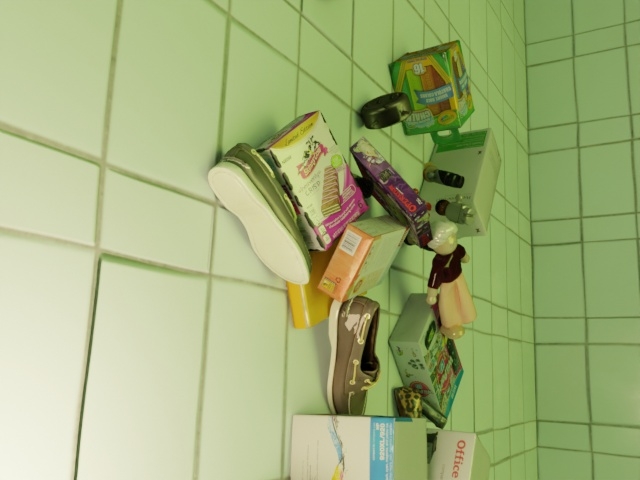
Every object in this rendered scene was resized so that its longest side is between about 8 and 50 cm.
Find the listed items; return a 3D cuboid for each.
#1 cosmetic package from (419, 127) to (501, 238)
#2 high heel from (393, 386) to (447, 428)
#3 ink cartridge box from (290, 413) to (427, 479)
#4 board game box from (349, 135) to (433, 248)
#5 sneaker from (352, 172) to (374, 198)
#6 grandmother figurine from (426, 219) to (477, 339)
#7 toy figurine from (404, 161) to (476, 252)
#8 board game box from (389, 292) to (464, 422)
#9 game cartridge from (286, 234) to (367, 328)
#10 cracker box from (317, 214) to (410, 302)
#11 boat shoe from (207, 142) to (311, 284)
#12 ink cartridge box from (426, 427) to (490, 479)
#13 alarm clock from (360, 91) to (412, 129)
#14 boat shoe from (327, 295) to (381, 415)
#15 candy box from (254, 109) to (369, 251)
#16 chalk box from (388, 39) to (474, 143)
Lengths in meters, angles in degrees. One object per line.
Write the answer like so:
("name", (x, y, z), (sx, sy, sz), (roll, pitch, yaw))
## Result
("cosmetic package", (0.452, -0.183, 2.068), (0.155, 0.197, 0.365), (61, 37, -35))
("high heel", (0.218, 0.531, 1.719), (0.186, 0.093, 0.261), (41, 64, -16))
("ink cartridge box", (0.078, 0.440, 1.301), (0.171, 0.233, 0.168), (25, 63, -56))
("board game box", (0.174, -0.100, 1.505), (0.208, 0.056, 0.347), (54, 3, 17))
("sneaker", (0.035, -0.131, 1.405), (0.161, 0.075, 0.057), (16, 90, -30))
("grandmother figurine", (0.352, 0.090, 1.738), (0.208, 0.104, 0.342), (-52, 135, -43))
("toy figurine", (0.311, -0.090, 1.806), (0.209, 0.148, 0.213), (-44, 126, -16))
("board game box", (0.311, 0.337, 1.852), (0.224, 0.097, 0.303), (-54, 132, -47))
("game cartridge", (0.000, 0.000, 1.417), (0.285, 0.053, 0.323), (-20, 101, -59))
("cracker box", (0.097, 0.033, 1.376), (0.232, 0.067, 0.155), (-12, 131, -63))
("boat shoe", (-0.092, -0.043, 1.199), (0.305, 0.109, 0.091), (58, 44, -32))
("ink cartridge box", (0.197, 0.536, 1.419), (0.131, 0.306, 0.226), (57, 40, -40))
("alarm clock", (0.168, -0.347, 1.683), (0.192, 0.129, 0.064), (-96, 166, -68))
("boat shoe", (0.082, 0.272, 1.419), (0.116, 0.097, 0.324), (-29, 124, -56))
("candy box", (-0.016, -0.116, 1.274), (0.159, 0.071, 0.233), (-44, 115, -34))
("chalk box", (0.346, -0.425, 1.931), (0.179, 0.180, 0.289), (-46, 123, -53))
